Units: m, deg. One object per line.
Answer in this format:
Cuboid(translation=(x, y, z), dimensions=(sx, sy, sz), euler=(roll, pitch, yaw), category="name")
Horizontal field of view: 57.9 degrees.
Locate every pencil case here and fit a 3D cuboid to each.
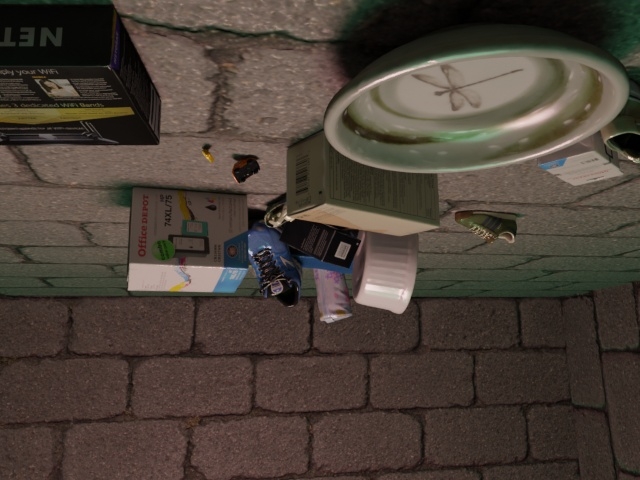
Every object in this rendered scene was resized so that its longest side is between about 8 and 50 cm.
Cuboid(translation=(0.032, 0.135, 1.934), dimensions=(0.113, 0.273, 0.124), euler=(-12, 172, 16), category="pencil case")

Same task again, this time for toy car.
Cuboid(translation=(-0.176, -0.163, 1.141), dimensions=(0.122, 0.060, 0.040), euler=(37, -173, -45), category="toy car")

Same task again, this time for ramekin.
Cuboid(translation=(0.174, 0.060, 1.622), dimensions=(0.135, 0.277, 0.277), euler=(8, 167, -5), category="ramekin")

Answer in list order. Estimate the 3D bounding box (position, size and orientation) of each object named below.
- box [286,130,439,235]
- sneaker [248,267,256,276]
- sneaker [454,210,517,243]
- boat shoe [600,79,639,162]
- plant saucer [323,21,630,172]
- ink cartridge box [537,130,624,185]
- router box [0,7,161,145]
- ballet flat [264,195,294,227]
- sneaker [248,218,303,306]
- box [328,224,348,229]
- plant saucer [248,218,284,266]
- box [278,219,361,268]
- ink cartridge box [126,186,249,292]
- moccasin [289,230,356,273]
Cuboid(translation=(0.091, -0.102, 1.152), dimensions=(0.311, 0.148, 0.121), euler=(10, 164, -38), category="box")
Cuboid(translation=(-0.232, 0.072, 2.054), dimensions=(0.108, 0.100, 0.271), euler=(12, 165, 4), category="sneaker")
Cuboid(translation=(0.472, -0.033, 1.630), dimensions=(0.192, 0.086, 0.064), euler=(3, 167, -16), category="sneaker")
Cuboid(translation=(0.530, -0.177, 0.969), dimensions=(0.302, 0.094, 0.109), euler=(9, 164, -39), category="boat shoe")
Cuboid(translation=(0.203, -0.203, 0.808), dimensions=(0.400, 0.100, 0.400), euler=(-1, 168, 0), category="plant saucer")
Cuboid(translation=(0.501, -0.162, 1.111), dimensions=(0.104, 0.060, 0.180), euler=(-13, 162, 41), category="ink cartridge box")
Cuboid(translation=(-0.394, -0.206, 0.771), dimensions=(0.309, 0.081, 0.243), euler=(-1, 168, -3), category="router box")
Cuboid(translation=(-0.083, -0.070, 1.435), dimensions=(0.070, 0.070, 0.188), euler=(6, 165, -29), category="ballet flat")
Cuboid(translation=(-0.128, 0.071, 1.616), dimensions=(0.130, 0.147, 0.330), euler=(-23, 135, 10), category="sneaker")
Cuboid(translation=(0.098, -0.081, 1.456), dimensions=(0.220, 0.051, 0.175), euler=(-8, 166, 31), category="box")
Cuboid(translation=(-0.215, -0.002, 1.660), dimensions=(0.188, 0.045, 0.188), euler=(3, 137, -18), category="plant saucer")
Cuboid(translation=(0.000, 0.000, 1.585), dimensions=(0.158, 0.093, 0.156), euler=(25, -177, 32), category="box")
Cuboid(translation=(-0.328, 0.006, 1.413), dimensions=(0.270, 0.198, 0.197), euler=(3, 158, -19), category="ink cartridge box")
Cuboid(translation=(0.049, 0.024, 1.802), dimensions=(0.342, 0.116, 0.138), euler=(10, 151, -26), category="moccasin")
